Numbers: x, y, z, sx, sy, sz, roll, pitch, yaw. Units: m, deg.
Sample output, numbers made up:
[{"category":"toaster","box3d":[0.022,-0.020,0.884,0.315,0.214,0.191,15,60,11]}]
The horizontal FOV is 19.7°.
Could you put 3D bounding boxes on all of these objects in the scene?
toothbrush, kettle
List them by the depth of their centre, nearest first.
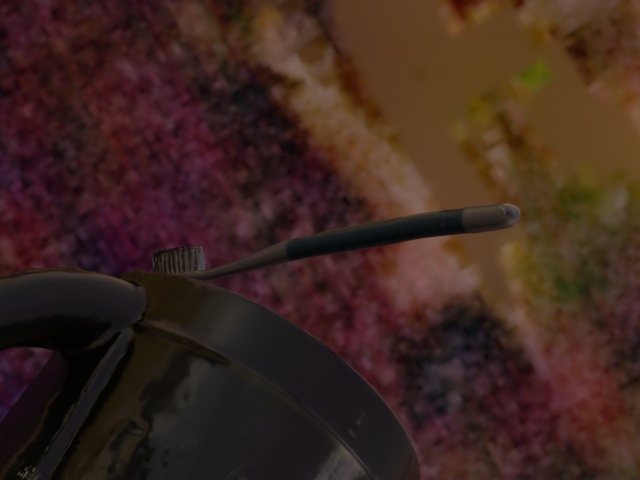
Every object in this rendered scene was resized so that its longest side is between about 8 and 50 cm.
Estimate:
[{"category":"kettle","box3d":[-0.137,0.180,0.971,0.321,0.228,0.324,53,54,-31]},{"category":"toothbrush","box3d":[0.000,0.000,1.085,0.019,0.275,0.025,1,81,-51]}]
